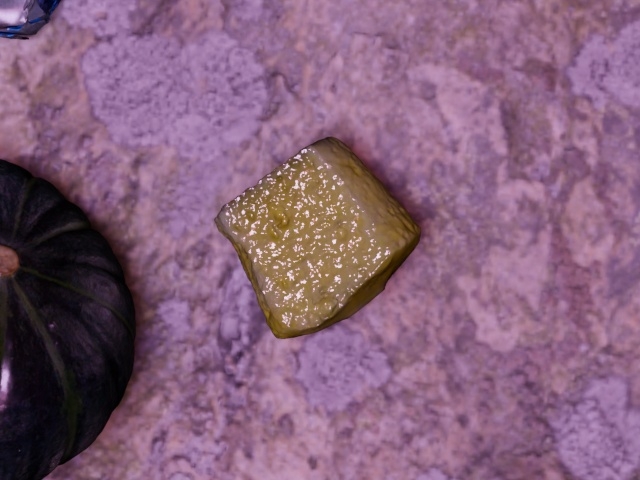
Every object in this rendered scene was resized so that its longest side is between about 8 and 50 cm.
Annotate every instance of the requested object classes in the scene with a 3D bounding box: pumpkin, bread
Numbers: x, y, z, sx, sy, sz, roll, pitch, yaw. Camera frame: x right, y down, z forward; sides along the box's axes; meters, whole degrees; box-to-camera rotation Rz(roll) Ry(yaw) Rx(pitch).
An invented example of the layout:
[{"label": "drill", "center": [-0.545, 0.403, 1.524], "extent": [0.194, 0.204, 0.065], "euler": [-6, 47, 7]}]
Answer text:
[{"label": "pumpkin", "center": [-0.256, 0.060, 1.354], "extent": [0.250, 0.216, 0.250], "euler": [6, 75, -23]}, {"label": "bread", "center": [0.000, 0.000, 1.368], "extent": [0.129, 0.111, 0.114], "euler": [-35, 87, 8]}]

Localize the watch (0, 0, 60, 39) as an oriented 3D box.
[{"label": "watch", "center": [-0.255, -0.305, 1.385], "extent": [0.276, 0.068, 0.274], "euler": [33, 96, 2]}]
